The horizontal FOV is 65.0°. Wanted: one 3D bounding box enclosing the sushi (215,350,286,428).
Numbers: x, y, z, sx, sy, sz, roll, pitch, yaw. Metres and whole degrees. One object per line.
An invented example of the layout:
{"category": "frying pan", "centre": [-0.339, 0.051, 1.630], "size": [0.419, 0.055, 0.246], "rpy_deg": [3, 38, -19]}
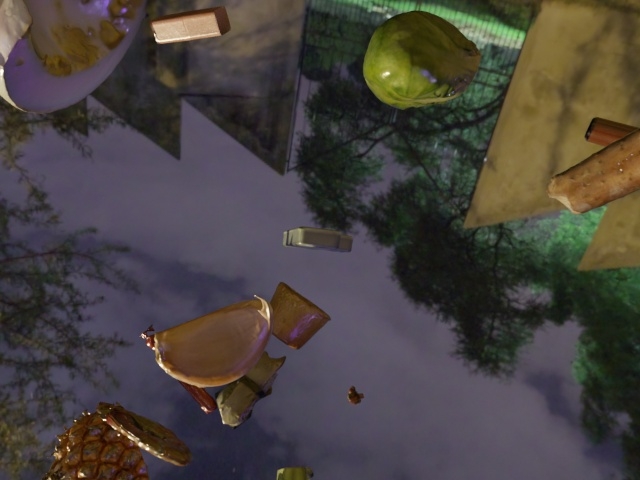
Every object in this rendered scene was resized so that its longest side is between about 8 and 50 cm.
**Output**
{"category": "sushi", "centre": [-0.217, 0.460, 1.587], "size": [0.134, 0.273, 0.109], "rpy_deg": [49, 176, 15]}

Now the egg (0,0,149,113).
{"category": "egg", "centre": [-0.393, -0.307, 0.702], "size": [0.161, 0.206, 0.271], "rpy_deg": [39, -132, -5]}

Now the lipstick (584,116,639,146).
{"category": "lipstick", "centre": [0.717, -0.172, 0.997], "size": [0.356, 0.057, 0.057], "rpy_deg": [23, -150, 22]}

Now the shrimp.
{"category": "shrimp", "centre": [-0.416, 0.435, 1.145], "size": [0.294, 0.154, 0.062], "rpy_deg": [14, -112, 26]}

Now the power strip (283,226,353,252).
{"category": "power strip", "centre": [0.000, -0.001, 1.518], "size": [0.193, 0.059, 0.265], "rpy_deg": [8, 176, -15]}

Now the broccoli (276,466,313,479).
{"category": "broccoli", "centre": [-0.077, 0.602, 0.986], "size": [0.235, 0.288, 0.260], "rpy_deg": [-11, -108, -42]}

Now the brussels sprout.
{"category": "brussels sprout", "centre": [0.232, -0.405, 1.150], "size": [0.271, 0.210, 0.219], "rpy_deg": [7, 177, -16]}

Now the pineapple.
{"category": "pineapple", "centre": [-0.699, 0.616, 1.473], "size": [0.286, 0.209, 0.344], "rpy_deg": [-17, -155, -39]}

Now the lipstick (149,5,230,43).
{"category": "lipstick", "centre": [-0.242, -0.398, 0.929], "size": [0.145, 0.045, 0.045], "rpy_deg": [3, -144, 23]}

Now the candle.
{"category": "candle", "centre": [-0.439, 0.404, 1.555], "size": [0.329, 0.051, 0.048], "rpy_deg": [49, -149, 2]}

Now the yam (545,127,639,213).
{"category": "yam", "centre": [0.300, -0.084, 0.405], "size": [0.056, 0.241, 0.057], "rpy_deg": [20, -124, -33]}

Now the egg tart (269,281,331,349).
{"category": "egg tart", "centre": [-0.084, 0.240, 1.564], "size": [0.202, 0.147, 0.202], "rpy_deg": [35, 177, 2]}

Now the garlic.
{"category": "garlic", "centre": [-0.189, 0.185, 0.957], "size": [0.244, 0.164, 0.145], "rpy_deg": [-25, -130, 6]}

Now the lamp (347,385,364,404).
{"category": "lamp", "centre": [0.124, 0.569, 1.834], "size": [0.063, 0.031, 0.083], "rpy_deg": [26, -163, 13]}
